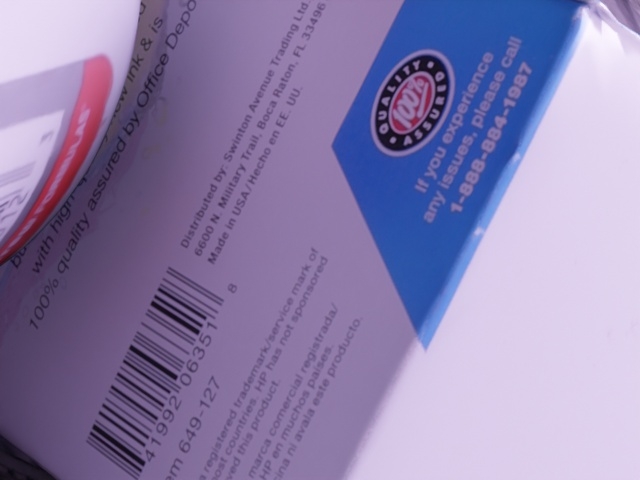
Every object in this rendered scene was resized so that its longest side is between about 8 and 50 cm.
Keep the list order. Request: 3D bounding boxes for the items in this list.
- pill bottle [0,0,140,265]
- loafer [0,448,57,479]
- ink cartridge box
[{"bbox_3d":[-0.201,-0.041,0.354,0.210,0.210,0.363,54,26,2],"label":"pill bottle"},{"bbox_3d":[-0.001,0.148,0.557,0.319,0.111,0.112,38,30,-28],"label":"loafer"},{"bbox_3d":[0.000,0.000,0.570,0.232,0.171,0.168,30,5,42],"label":"ink cartridge box"}]
